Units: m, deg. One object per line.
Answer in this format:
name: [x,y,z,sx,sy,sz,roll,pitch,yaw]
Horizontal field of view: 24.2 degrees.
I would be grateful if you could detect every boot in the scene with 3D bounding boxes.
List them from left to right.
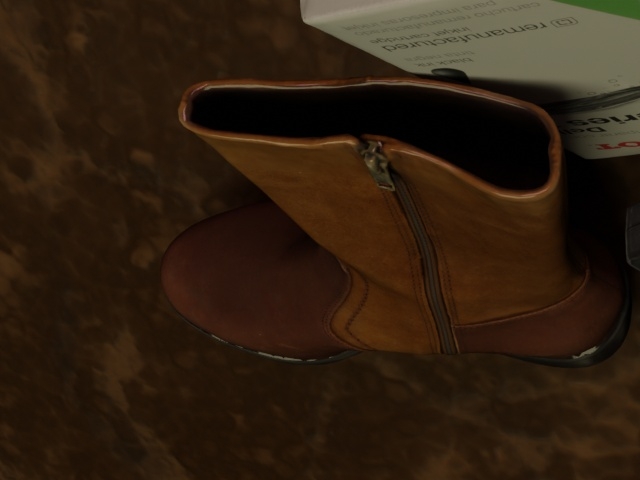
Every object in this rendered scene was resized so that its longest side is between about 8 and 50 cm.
boot: [0.000,0.000,0.680,0.264,0.096,0.280,12,170,22]

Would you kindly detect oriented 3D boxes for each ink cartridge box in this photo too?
ink cartridge box: [0.120,-0.102,0.545,0.160,0.093,0.219,-5,166,36]

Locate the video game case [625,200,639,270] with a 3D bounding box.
video game case: [0.305,0.005,0.578,0.248,0.035,0.275,29,142,-32]
